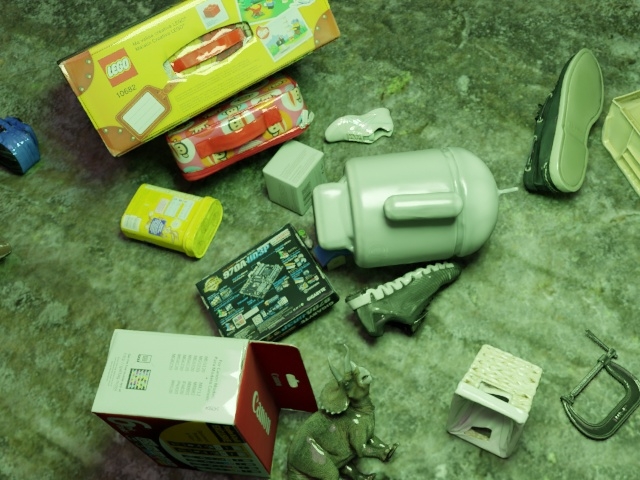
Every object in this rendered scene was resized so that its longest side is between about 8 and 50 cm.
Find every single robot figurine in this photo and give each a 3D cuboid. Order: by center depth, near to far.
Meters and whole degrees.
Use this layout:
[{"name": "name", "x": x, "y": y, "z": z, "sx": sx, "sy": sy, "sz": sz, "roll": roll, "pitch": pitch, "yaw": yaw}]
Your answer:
[{"name": "robot figurine", "x": 0.164, "y": -0.060, "z": 1.275, "sx": 0.354, "sy": 0.300, "sz": 0.199, "roll": -7, "pitch": 96, "yaw": -1}]

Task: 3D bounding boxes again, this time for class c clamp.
[{"name": "c clamp", "x": 0.464, "y": 0.248, "z": 1.198, "sx": 0.137, "sy": 0.022, "sz": 0.160, "roll": 38, "pitch": 69, "yaw": 20}]

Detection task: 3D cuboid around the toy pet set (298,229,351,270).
[{"name": "toy pet set", "x": 0.000, "y": 0.000, "z": 1.376, "sx": 0.122, "sy": 0.065, "sz": 0.114, "roll": -24, "pitch": 59, "yaw": -7}]

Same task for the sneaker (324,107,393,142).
[{"name": "sneaker", "x": 0.083, "y": -0.236, "z": 1.514, "sx": 0.152, "sy": 0.053, "sz": 0.061, "roll": -17, "pitch": 62, "yaw": -4}]

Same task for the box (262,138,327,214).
[{"name": "box", "x": -0.050, "y": -0.128, "z": 1.438, "sx": 0.087, "sy": 0.101, "sz": 0.102, "roll": 26, "pitch": 64, "yaw": 21}]

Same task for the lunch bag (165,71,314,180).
[{"name": "lunch bag", "x": -0.168, "y": -0.235, "z": 1.442, "sx": 0.293, "sy": 0.120, "sz": 0.258, "roll": -25, "pitch": 24, "yaw": -3}]

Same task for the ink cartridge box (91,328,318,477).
[{"name": "ink cartridge box", "x": -0.155, "y": 0.262, "z": 1.096, "sx": 0.272, "sy": 0.309, "sz": 0.130, "roll": 3, "pitch": 60, "yaw": 9}]

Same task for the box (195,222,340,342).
[{"name": "box", "x": -0.101, "y": 0.096, "z": 1.318, "sx": 0.220, "sy": 0.051, "sz": 0.175, "roll": -34, "pitch": 61, "yaw": 0}]

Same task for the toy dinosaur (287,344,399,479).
[{"name": "toy dinosaur", "x": 0.021, "y": 0.333, "z": 1.151, "sx": 0.160, "sy": 0.121, "sz": 0.313, "roll": 38, "pitch": 103, "yaw": 17}]

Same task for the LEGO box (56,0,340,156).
[{"name": "LEGO box", "x": -0.268, "y": -0.393, "z": 1.468, "sx": 0.500, "sy": 0.193, "sz": 0.372, "roll": -31, "pitch": 23, "yaw": -11}]

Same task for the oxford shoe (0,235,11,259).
[{"name": "oxford shoe", "x": -0.782, "y": -0.030, "z": 1.485, "sx": 0.364, "sy": 0.129, "sz": 0.133, "roll": 33, "pitch": 35, "yaw": 30}]

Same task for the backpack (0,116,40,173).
[{"name": "backpack", "x": -0.678, "y": -0.215, "z": 1.572, "sx": 0.120, "sy": 0.098, "sz": 0.101, "roll": 31, "pitch": 64, "yaw": 23}]

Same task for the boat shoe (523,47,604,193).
[{"name": "boat shoe", "x": 0.483, "y": -0.238, "z": 1.434, "sx": 0.113, "sy": 0.127, "sz": 0.339, "roll": -13, "pitch": 55, "yaw": 52}]

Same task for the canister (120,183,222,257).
[{"name": "canister", "x": -0.301, "y": -0.044, "z": 1.436, "sx": 0.170, "sy": 0.073, "sz": 0.126, "roll": 14, "pitch": 62, "yaw": 17}]

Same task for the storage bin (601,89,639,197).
[{"name": "storage bin", "x": 0.726, "y": -0.186, "z": 1.363, "sx": 0.263, "sy": 0.123, "sz": 0.260, "roll": -19, "pitch": 58, "yaw": -4}]

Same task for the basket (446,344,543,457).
[{"name": "basket", "x": 0.277, "y": 0.256, "z": 1.134, "sx": 0.113, "sy": 0.167, "sz": 0.103, "roll": 23, "pitch": 58, "yaw": 19}]

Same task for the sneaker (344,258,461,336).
[{"name": "sneaker", "x": 0.164, "y": 0.110, "z": 1.288, "sx": 0.234, "sy": 0.078, "sz": 0.106, "roll": -20, "pitch": 83, "yaw": -21}]
